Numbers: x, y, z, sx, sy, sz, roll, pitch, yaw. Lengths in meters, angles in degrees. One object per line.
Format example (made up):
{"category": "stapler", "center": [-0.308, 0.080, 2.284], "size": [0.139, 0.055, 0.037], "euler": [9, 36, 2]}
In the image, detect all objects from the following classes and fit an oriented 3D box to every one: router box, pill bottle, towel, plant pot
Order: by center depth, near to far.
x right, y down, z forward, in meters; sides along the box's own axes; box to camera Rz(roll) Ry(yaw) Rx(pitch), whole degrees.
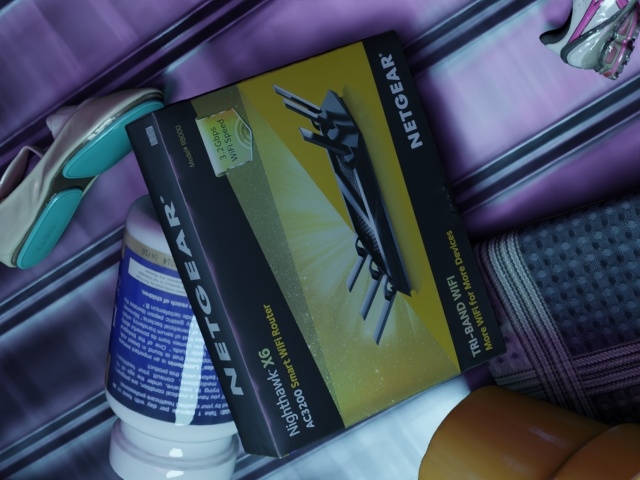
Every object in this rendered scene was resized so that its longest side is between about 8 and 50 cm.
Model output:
{"category": "router box", "center": [0.000, 0.000, 1.283], "size": [0.243, 0.081, 0.309], "euler": [-23, 96, -24]}
{"category": "plant pot", "center": [0.194, 0.226, 1.290], "size": [0.188, 0.205, 0.205], "euler": [33, 116, 36]}
{"category": "towel", "center": [0.296, 0.114, 1.318], "size": [0.312, 0.056, 0.324], "euler": [-20, 99, 38]}
{"category": "pill bottle", "center": [-0.123, 0.097, 1.397], "size": [0.153, 0.153, 0.265], "euler": [13, 110, 8]}

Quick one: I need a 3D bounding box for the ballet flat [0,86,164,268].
{"category": "ballet flat", "center": [-0.248, -0.077, 1.413], "size": [0.086, 0.086, 0.248], "euler": [42, 113, -3]}

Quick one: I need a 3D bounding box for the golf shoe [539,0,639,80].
{"category": "golf shoe", "center": [0.247, -0.232, 1.251], "size": [0.086, 0.067, 0.186], "euler": [21, 112, 7]}
